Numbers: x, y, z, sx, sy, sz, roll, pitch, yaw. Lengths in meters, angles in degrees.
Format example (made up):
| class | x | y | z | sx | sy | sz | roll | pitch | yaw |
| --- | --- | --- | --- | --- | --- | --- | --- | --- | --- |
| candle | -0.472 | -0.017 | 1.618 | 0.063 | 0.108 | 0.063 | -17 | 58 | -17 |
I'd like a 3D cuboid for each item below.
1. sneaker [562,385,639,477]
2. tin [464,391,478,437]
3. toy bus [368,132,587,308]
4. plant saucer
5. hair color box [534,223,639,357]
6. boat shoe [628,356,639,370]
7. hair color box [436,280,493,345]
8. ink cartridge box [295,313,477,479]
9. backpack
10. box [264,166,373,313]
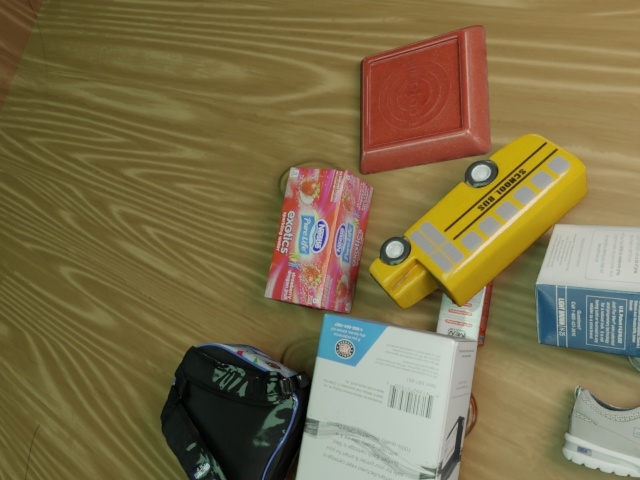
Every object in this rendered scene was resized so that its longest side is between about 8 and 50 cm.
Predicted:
| class | x | y | z | sx | sy | sz | roll | pitch | yaw |
| --- | --- | --- | --- | --- | --- | --- | --- | --- | --- |
| sneaker | 0.459 | 0.251 | 0.653 | 0.281 | 0.105 | 0.115 | 0 | 78 | 31 |
| tin | 0.165 | 0.279 | 0.867 | 0.189 | 0.040 | 0.106 | -6 | 71 | 30 |
| toy bus | 0.240 | -0.014 | 0.806 | 0.332 | 0.108 | 0.130 | -42 | 52 | 1 |
| plant saucer | 0.182 | -0.272 | 0.981 | 0.259 | 0.047 | 0.259 | -6 | 75 | 31 |
| hair color box | 0.467 | 0.066 | 0.642 | 0.347 | 0.174 | 0.105 | 3 | 120 | 32 |
| boat shoe | 0.532 | 0.162 | 0.643 | 0.258 | 0.084 | 0.095 | -1 | 78 | 31 |
| hair color box | 0.242 | 0.098 | 0.858 | 0.071 | 0.043 | 0.141 | 8 | 81 | 32 |
| ink cartridge box | 0.101 | 0.287 | 0.804 | 0.223 | 0.129 | 0.308 | 7 | 84 | 32 |
| backpack | -0.148 | 0.312 | 0.944 | 0.263 | 0.213 | 0.277 | 26 | 86 | 25 |
| box | 0.000 | 0.000 | 0.979 | 0.128 | 0.122 | 0.257 | 7 | 82 | 31 |
